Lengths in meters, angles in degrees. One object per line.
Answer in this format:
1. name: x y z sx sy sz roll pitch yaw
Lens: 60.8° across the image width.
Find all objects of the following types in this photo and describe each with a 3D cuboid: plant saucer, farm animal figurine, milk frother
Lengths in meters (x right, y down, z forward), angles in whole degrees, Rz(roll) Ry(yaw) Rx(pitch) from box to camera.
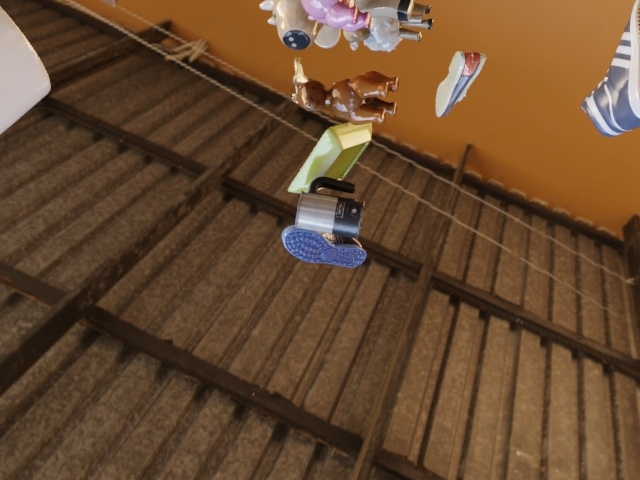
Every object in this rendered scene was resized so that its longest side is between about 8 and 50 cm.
1. plant saucer: 0.034 -0.181 1.230 0.045 0.188 0.188 46 -143 12
2. farm animal figurine: 0.014 -0.316 0.637 0.172 0.330 0.326 13 -125 21
3. milk frother: 0.021 -0.051 1.175 0.135 0.143 0.129 11 -130 2

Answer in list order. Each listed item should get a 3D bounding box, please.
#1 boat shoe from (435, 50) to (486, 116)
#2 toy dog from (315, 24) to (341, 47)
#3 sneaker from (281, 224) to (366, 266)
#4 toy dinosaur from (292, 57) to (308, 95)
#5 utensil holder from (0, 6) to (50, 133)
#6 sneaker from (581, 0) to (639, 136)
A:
1. boat shoe: 0.223 -0.251 0.887 0.043 0.137 0.049 -4 -119 -11
2. toy dog: 0.015 -0.721 1.590 0.161 0.220 0.333 18 -95 -4
3. sneaker: 0.000 0.000 1.273 0.232 0.081 0.090 18 -154 -36
4. toy dinosaur: -0.052 -0.454 1.557 0.053 0.092 0.183 -14 -132 -17
5. utensil holder: -0.729 -0.264 0.939 0.328 0.327 0.385 33 -113 16
6. sneaker: 0.582 -0.330 1.027 0.099 0.153 0.282 16 -105 -8
